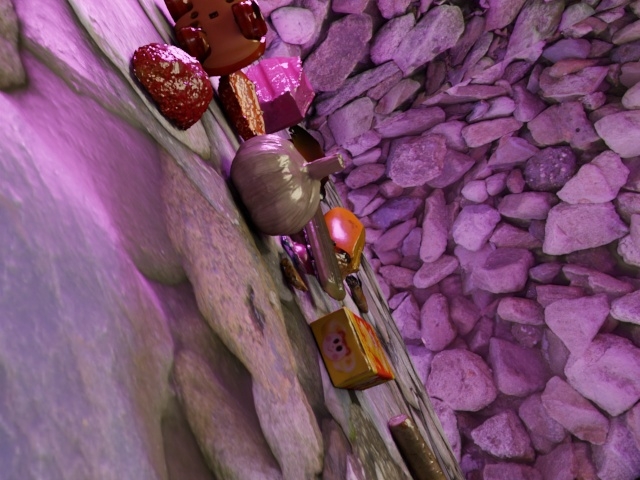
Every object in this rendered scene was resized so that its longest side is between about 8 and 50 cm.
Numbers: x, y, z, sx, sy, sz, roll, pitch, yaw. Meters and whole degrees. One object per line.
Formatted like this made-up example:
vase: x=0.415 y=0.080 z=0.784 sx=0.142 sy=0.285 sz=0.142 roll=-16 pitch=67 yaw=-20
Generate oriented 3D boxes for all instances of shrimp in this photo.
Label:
shrimp: x=0.128 y=0.169 z=1.888 sx=0.152 sy=0.046 sz=0.219 roll=-108 pitch=173 yaw=-45

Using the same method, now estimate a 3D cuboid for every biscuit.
biscuit: x=0.000 y=0.000 z=1.240 sx=0.099 sy=0.038 sz=0.322 roll=38 pitch=27 yaw=-44

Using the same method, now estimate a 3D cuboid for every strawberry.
strawberry: x=-0.230 y=-0.253 z=0.813 sx=0.146 sy=0.082 sz=0.187 roll=57 pitch=12 yaw=-1
strawberry: x=-0.196 y=-0.314 z=1.246 sx=0.121 sy=0.082 sz=0.188 roll=-29 pitch=102 yaw=-65

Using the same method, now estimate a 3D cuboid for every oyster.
oyster: x=0.001 y=0.017 z=1.368 sx=0.232 sy=0.107 sz=0.161 roll=60 pitch=16 yaw=-8

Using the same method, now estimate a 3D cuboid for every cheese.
cheese: x=-0.046 y=0.032 z=1.198 sx=0.145 sy=0.038 sz=0.095 roll=50 pitch=13 yaw=-38

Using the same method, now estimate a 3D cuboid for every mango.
mango: x=0.062 y=-0.004 z=1.575 sx=0.126 sy=0.154 sz=0.252 roll=83 pitch=4 yaw=-51

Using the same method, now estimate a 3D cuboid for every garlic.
garlic: x=-0.053 y=-0.123 z=1.027 sx=0.218 sy=0.212 sz=0.218 roll=-21 pitch=90 yaw=-79

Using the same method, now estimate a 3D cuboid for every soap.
soap: x=-0.137 y=-0.468 z=1.631 sx=0.324 sy=0.220 sz=0.127 roll=-109 pitch=178 yaw=-48

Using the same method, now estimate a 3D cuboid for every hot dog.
hot dog: x=-0.077 y=-0.220 z=1.600 sx=0.194 sy=0.107 sz=0.326 roll=37 pitch=31 yaw=-17

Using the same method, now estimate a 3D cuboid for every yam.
yam: x=0.286 y=0.619 z=1.345 sx=0.371 sy=0.083 sz=0.083 roll=62 pitch=7 yaw=-5

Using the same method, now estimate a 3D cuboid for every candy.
candy: x=0.076 y=0.243 z=1.129 sx=0.146 sy=0.088 sz=0.276 roll=68 pitch=8 yaw=21

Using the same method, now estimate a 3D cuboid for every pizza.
pizza: x=-0.057 y=0.071 z=1.032 sx=0.083 sy=0.025 sz=0.078 roll=57 pitch=2 yaw=4

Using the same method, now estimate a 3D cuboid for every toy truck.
toy truck: x=-0.219 y=-0.463 z=1.174 sx=0.239 sy=0.189 sz=0.264 roll=69 pitch=-2 yaw=-70
